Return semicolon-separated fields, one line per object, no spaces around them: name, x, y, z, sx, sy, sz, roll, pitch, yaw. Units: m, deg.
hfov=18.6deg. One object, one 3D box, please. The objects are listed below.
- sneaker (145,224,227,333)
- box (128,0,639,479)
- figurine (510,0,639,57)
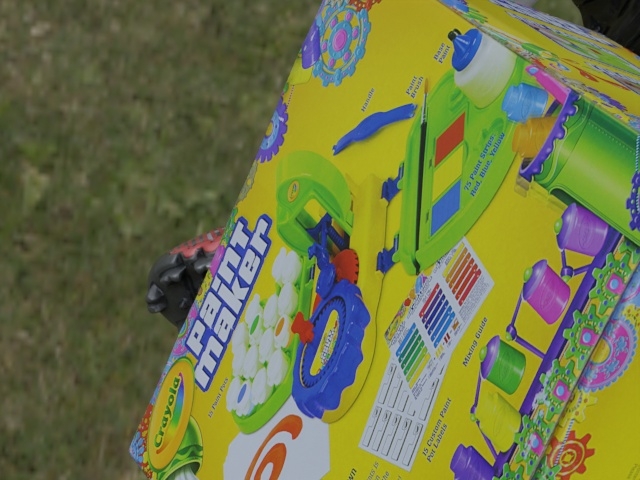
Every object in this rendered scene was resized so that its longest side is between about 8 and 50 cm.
sneaker;0.000;0.000;1.507;0.276;0.097;0.135;-15;32;8
box;0.085;0.057;0.910;0.177;0.290;0.279;13;19;-35
figurine;0.231;-0.242;1.578;0.215;0.209;0.092;10;57;-24
